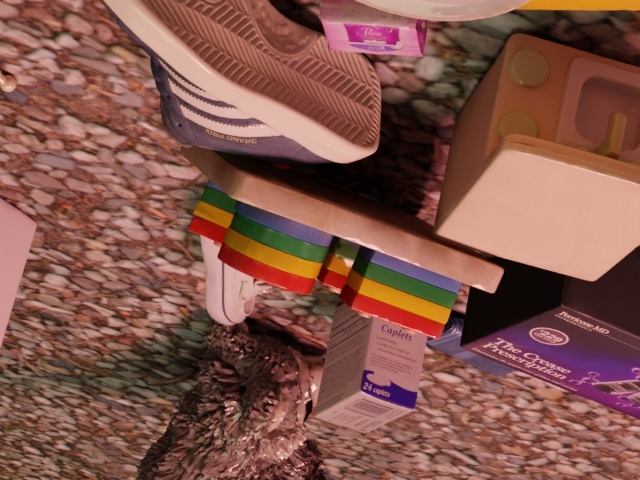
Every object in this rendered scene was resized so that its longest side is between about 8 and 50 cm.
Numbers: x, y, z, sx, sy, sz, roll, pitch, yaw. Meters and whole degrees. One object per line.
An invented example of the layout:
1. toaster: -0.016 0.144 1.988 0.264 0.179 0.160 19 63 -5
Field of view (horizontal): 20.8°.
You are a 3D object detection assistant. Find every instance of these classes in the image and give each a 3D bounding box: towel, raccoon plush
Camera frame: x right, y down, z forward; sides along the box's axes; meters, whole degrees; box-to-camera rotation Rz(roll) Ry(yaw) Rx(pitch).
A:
1. towel: 0.178 0.118 1.991 0.119 0.029 0.067 27 153 -28
2. raccoon plush: -0.163 0.294 2.133 0.216 0.446 0.299 39 166 25

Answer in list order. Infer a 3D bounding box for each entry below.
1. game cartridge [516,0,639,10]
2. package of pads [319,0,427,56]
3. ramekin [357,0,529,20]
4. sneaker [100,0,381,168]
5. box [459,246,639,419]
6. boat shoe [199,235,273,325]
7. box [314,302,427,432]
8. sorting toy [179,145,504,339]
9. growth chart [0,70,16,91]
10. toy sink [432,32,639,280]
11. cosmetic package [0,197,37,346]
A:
1. game cartridge: 0.193 -0.254 1.139 0.285 0.053 0.324 3 157 20
2. package of pads: 0.043 -0.174 1.402 0.083 0.032 0.050 6 157 14
3. ramekin: 0.069 -0.223 1.065 0.207 0.109 0.207 10 156 4
4. sneaker: -0.101 -0.147 1.407 0.148 0.131 0.350 -12 147 35
5. box: 0.304 0.090 1.783 0.261 0.103 0.184 22 152 -22
6. boat shoe: -0.080 0.032 1.855 0.075 0.083 0.226 9 155 9
7. box: 0.059 0.130 1.939 0.072 0.137 0.126 19 155 -18
8. sorting toy: 0.000 0.000 1.594 0.255 0.089 0.257 20 -174 -17
9. growth chart: -0.419 -0.168 1.650 0.237 0.021 0.172 -3 152 31
10. toy sink: 0.200 -0.075 1.426 0.152 0.131 0.234 14 161 -5
11. cosmetic package: -0.460 0.060 1.926 0.224 0.224 0.138 -7 149 37
